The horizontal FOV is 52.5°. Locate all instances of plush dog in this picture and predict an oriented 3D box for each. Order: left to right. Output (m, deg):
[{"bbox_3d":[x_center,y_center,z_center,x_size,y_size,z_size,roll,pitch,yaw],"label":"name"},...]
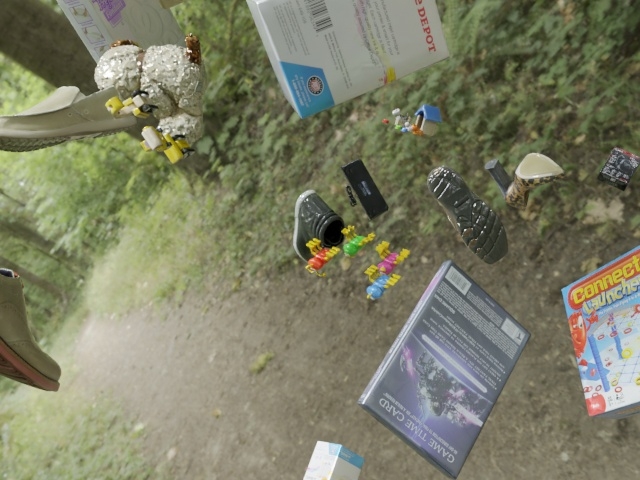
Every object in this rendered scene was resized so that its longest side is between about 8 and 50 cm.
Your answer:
[{"bbox_3d":[-0.364,-0.345,1.381,0.210,0.226,0.262,98,171,-53],"label":"plush dog"}]

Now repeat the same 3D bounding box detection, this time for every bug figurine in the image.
[{"bbox_3d":[0.107,0.061,1.740,0.216,0.279,0.072,-36,-41,-40],"label":"bug figurine"}]

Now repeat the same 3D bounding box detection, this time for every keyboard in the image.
[{"bbox_3d":[0.118,-0.146,1.919,0.108,0.180,0.023,-29,-3,-29],"label":"keyboard"}]

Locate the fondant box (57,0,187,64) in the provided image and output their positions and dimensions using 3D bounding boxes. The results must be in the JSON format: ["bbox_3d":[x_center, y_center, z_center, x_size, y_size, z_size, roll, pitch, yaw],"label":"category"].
[{"bbox_3d":[-0.477,-0.543,1.579,0.096,0.330,0.238,-3,44,28],"label":"fondant box"}]

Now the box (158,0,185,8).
[{"bbox_3d":[-0.180,-0.425,0.680,0.148,0.311,0.121,-22,53,5],"label":"box"}]

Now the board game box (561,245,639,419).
[{"bbox_3d":[0.666,0.186,1.351,0.308,0.086,0.301,130,144,-53],"label":"board game box"}]

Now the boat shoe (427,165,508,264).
[{"bbox_3d":[0.435,-0.079,1.906,0.123,0.323,0.120,-33,-9,8],"label":"boat shoe"}]

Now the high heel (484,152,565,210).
[{"bbox_3d":[0.586,-0.144,1.757,0.093,0.186,0.261,-51,28,-14],"label":"high heel"}]

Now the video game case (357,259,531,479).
[{"bbox_3d":[0.200,0.195,1.006,0.274,0.196,0.026,-54,14,-22],"label":"video game case"}]

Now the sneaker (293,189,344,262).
[{"bbox_3d":[0.000,0.000,1.922,0.105,0.147,0.295,-29,-36,-22],"label":"sneaker"}]

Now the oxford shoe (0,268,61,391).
[{"bbox_3d":[-0.461,0.115,0.952,0.348,0.123,0.130,78,-151,-54],"label":"oxford shoe"}]

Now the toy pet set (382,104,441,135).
[{"bbox_3d":[0.222,-0.285,1.505,0.122,0.114,0.065,-132,54,-61],"label":"toy pet set"}]

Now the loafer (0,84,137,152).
[{"bbox_3d":[-0.452,-0.215,1.119,0.102,0.091,0.269,-11,6,44],"label":"loafer"}]

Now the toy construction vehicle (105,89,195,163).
[{"bbox_3d":[-0.188,-0.120,0.712,0.035,0.085,0.098,-34,4,11],"label":"toy construction vehicle"}]

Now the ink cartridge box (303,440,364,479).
[{"bbox_3d":[0.026,0.577,1.578,0.092,0.090,0.143,-10,48,48],"label":"ink cartridge box"}]

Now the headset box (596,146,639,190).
[{"bbox_3d":[0.639,-0.156,1.382,0.083,0.062,0.032,-54,-22,-19],"label":"headset box"}]

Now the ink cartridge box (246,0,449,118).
[{"bbox_3d":[0.042,-0.363,1.100,0.270,0.198,0.197,-23,25,-2],"label":"ink cartridge box"}]
